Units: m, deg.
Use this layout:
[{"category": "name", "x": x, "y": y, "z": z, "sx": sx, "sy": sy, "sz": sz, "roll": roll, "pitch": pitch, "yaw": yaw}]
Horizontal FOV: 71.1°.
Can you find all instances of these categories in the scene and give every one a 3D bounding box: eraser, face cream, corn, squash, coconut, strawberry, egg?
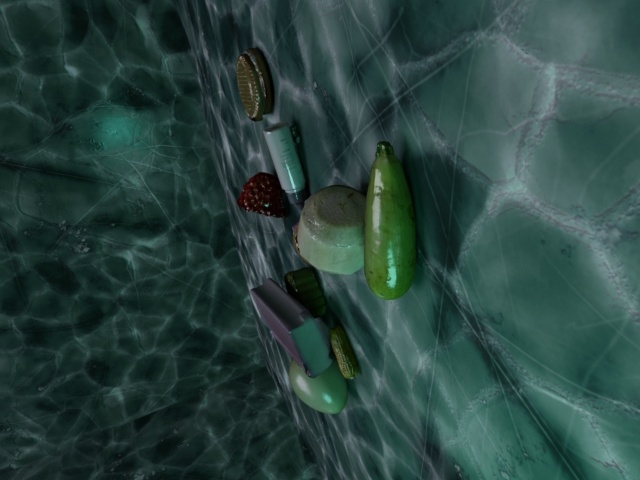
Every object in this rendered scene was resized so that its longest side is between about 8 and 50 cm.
[{"category": "eraser", "x": -0.118, "y": 0.335, "z": 1.753, "sx": 0.359, "sy": 0.122, "sz": 0.272, "roll": 29, "pitch": 144, "yaw": 53}, {"category": "face cream", "x": -0.106, "y": -0.240, "z": 1.525, "sx": 0.092, "sy": 0.092, "sz": 0.311, "roll": 40, "pitch": 151, "yaw": 58}, {"category": "corn", "x": 0.085, "y": 0.414, "z": 1.656, "sx": 0.068, "sy": 0.068, "sz": 0.207, "roll": 136, "pitch": 114, "yaw": -70}, {"category": "squash", "x": 0.153, "y": -0.029, "z": 0.974, "sx": 0.118, "sy": 0.118, "sz": 0.371, "roll": -135, "pitch": 37, "yaw": -54}, {"category": "coconut", "x": 0.041, "y": -0.018, "z": 1.150, "sx": 0.234, "sy": 0.224, "sz": 0.224, "roll": 102, "pitch": 145, "yaw": -60}, {"category": "strawberry", "x": -0.228, "y": -0.192, "z": 1.884, "sx": 0.234, "sy": 0.234, "sz": 0.178, "roll": 36, "pitch": 111, "yaw": 60}, {"category": "egg", "x": -0.002, "y": 0.570, "z": 1.822, "sx": 0.295, "sy": 0.218, "sz": 0.218, "roll": 47, "pitch": 152, "yaw": 29}]

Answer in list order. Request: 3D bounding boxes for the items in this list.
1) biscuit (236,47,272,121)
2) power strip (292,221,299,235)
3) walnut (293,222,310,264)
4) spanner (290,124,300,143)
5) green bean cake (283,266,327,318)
[{"category": "biscuit", "x": -0.248, "y": -0.572, "z": 1.657, "sx": 0.259, "sy": 0.079, "sz": 0.259, "roll": 55, "pitch": 155, "yaw": 41}, {"category": "power strip", "x": -0.045, "y": -0.027, "z": 1.656, "sx": 0.109, "sy": 0.037, "sz": 0.279, "roll": 71, "pitch": 161, "yaw": 2}, {"category": "walnut", "x": 0.001, "y": -0.001, "z": 1.461, "sx": 0.211, "sy": 0.087, "sz": 0.167, "roll": 4, "pitch": 114, "yaw": 53}, {"category": "spanner", "x": -0.128, "y": -0.368, "z": 1.608, "sx": 0.302, "sy": 0.017, "sz": 0.071, "roll": -167, "pitch": 59, "yaw": -70}, {"category": "green bean cake", "x": -0.066, "y": 0.218, "z": 1.831, "sx": 0.214, "sy": 0.113, "sz": 0.200, "roll": 70, "pitch": 163, "yaw": -1}]
